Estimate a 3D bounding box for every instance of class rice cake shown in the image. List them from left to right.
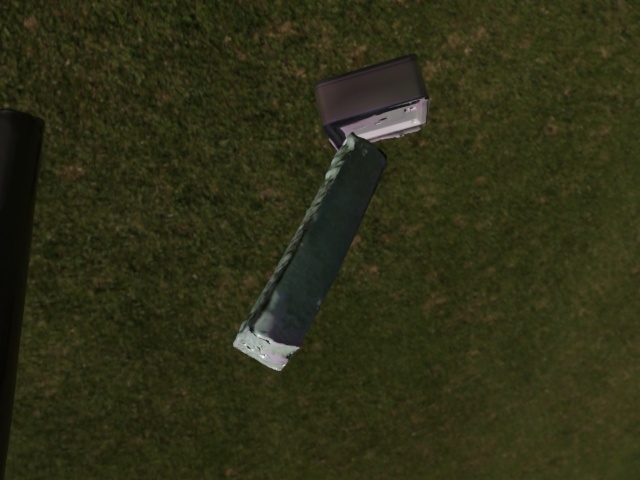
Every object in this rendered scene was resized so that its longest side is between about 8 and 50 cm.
[{"bbox_3d":[0.000,0.000,0.513,0.043,0.210,0.034,37,144,-14],"label":"rice cake"}]

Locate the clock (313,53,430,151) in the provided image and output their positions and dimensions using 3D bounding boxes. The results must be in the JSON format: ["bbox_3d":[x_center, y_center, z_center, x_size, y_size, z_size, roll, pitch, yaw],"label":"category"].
[{"bbox_3d":[0.074,-0.188,0.972,0.147,0.071,0.192,-15,177,8],"label":"clock"}]

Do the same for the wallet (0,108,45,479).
[{"bbox_3d":[-0.316,0.104,0.542,0.228,0.405,0.062,-22,150,31],"label":"wallet"}]
